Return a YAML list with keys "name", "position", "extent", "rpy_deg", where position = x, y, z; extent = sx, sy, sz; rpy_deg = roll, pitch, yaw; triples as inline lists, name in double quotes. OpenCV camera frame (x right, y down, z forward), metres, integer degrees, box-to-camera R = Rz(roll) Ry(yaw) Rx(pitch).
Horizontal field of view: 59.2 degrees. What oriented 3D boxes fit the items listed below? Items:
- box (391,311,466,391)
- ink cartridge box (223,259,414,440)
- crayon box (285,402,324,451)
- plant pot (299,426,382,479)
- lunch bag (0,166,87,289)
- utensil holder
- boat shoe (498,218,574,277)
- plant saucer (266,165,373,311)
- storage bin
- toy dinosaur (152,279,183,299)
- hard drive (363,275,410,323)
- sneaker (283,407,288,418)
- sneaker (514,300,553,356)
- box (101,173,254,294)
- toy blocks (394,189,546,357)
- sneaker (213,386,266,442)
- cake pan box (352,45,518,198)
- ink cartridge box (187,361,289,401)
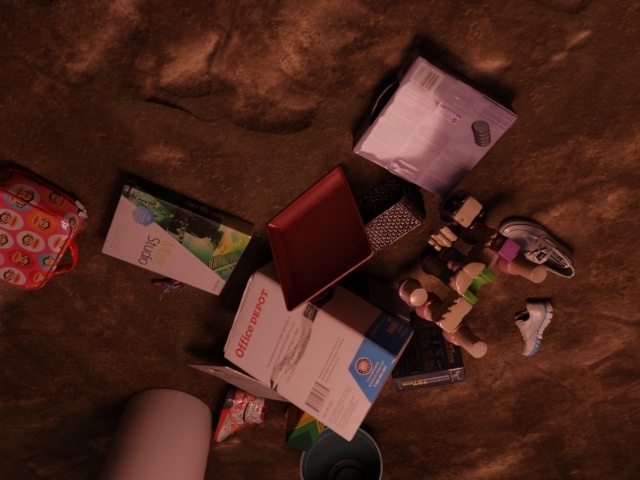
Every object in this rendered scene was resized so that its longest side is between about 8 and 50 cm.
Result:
- name: "box"
  position: [0.278, 0.286, 1.510]
  extent: [0.183, 0.232, 0.059]
  rpy_deg: [-13, 125, 11]
- name: "ink cartridge box"
  position: [-0.013, 0.257, 1.416]
  extent: [0.395, 0.166, 0.285]
  rpy_deg: [31, 117, 14]
- name: "crayon box"
  position: [-0.017, 0.453, 1.677]
  extent: [0.081, 0.202, 0.318]
  rpy_deg: [17, 126, -11]
- name: "plant pot"
  position: [0.085, 0.803, 1.934]
  extent: [0.272, 0.271, 0.255]
  rpy_deg: [-6, 144, 7]
- name: "lunch bag"
  position: [-0.714, -0.012, 1.375]
  extent: [0.258, 0.120, 0.293]
  rpy_deg: [32, 123, -22]
- name: "utensil holder"
  position: [-0.522, 0.719, 1.789]
  extent: [0.328, 0.385, 0.327]
  rpy_deg: [1, 128, 1]
- name: "boat shoe"
  position: [0.543, 0.020, 1.387]
  extent: [0.226, 0.075, 0.083]
  rpy_deg: [22, 126, -15]
- name: "plant saucer"
  position: [0.000, 0.000, 1.294]
  extent: [0.259, 0.258, 0.048]
  rpy_deg: [-37, 142, 26]
- name: "storage bin"
  position: [0.145, -0.059, 1.307]
  extent: [0.180, 0.122, 0.084]
  rpy_deg: [-36, 120, 26]
- name: "toy dinosaur"
  position: [-0.413, 0.118, 1.536]
  extent: [0.082, 0.047, 0.090]
  rpy_deg: [23, 93, -5]
- name: "hard drive"
  position: [0.175, 0.158, 1.498]
  extent: [0.135, 0.094, 0.022]
  rpy_deg: [26, 126, -18]
- name: "sneaker"
  position: [-0.078, 0.596, 1.900]
  extent: [0.098, 0.038, 0.069]
  rpy_deg: [29, 126, -9]
- name: "sneaker"
  position: [0.581, 0.243, 1.579]
  extent: [0.083, 0.071, 0.190]
  rpy_deg: [8, 121, 4]
- name: "box"
  position: [-0.358, -0.004, 1.410]
  extent: [0.322, 0.058, 0.232]
  rpy_deg: [22, 127, -16]
- name: "toy blocks"
  position: [0.303, 0.058, 1.343]
  extent: [0.309, 0.260, 0.288]
  rpy_deg: [37, 93, -23]
- name: "sneaker"
  position: [-0.265, 0.597, 1.871]
  extent: [0.145, 0.090, 0.270]
  rpy_deg: [15, 125, -7]
- name: "cake pan box"
  position: [0.232, -0.240, 1.195]
  extent: [0.267, 0.070, 0.245]
  rpy_deg: [24, 124, -17]
- name: "ink cartridge box"
  position: [-0.210, 0.384, 1.619]
  extent: [0.261, 0.066, 0.296]
  rpy_deg: [33, 155, -24]
